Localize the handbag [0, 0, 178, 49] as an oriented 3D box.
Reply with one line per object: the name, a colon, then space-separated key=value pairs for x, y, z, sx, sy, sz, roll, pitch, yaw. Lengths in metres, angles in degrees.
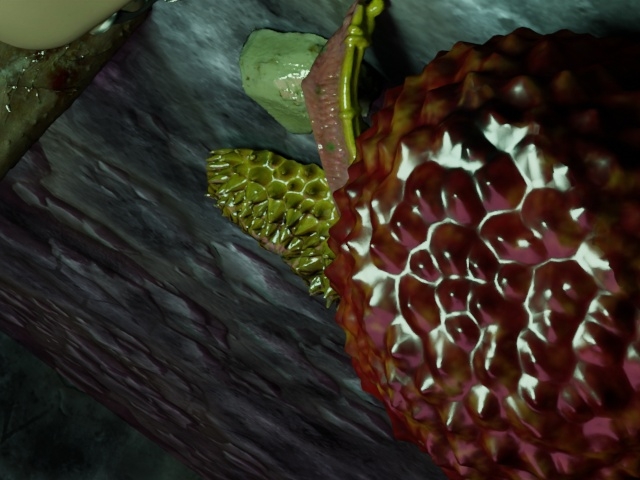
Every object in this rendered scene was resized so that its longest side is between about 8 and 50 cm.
handbag: x=-0.211 y=-0.293 z=1.685 sx=0.302 sy=0.149 sz=0.283 roll=-32 pitch=140 yaw=31

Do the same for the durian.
durian: x=0.000 y=-0.001 z=2.304 sx=0.341 sy=0.112 sz=0.191 roll=38 pitch=161 yaw=-15

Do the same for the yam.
yam: x=-0.318 y=-0.191 z=2.069 sx=0.131 sy=0.280 sz=0.131 roll=36 pitch=165 yaw=11

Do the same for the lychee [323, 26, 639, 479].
lychee: x=0.236 y=0.045 z=1.638 sx=0.500 sy=0.424 sz=0.424 roll=45 pitch=158 yaw=-8

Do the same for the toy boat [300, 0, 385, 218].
toy boat: x=0.046 y=-0.093 z=1.893 sx=0.099 sy=0.141 sz=0.318 roll=-11 pitch=121 yaw=5

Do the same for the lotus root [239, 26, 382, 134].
lotus root: x=-0.009 y=-0.161 z=1.991 sx=0.143 sy=0.070 sz=0.144 roll=42 pitch=157 yaw=-31
